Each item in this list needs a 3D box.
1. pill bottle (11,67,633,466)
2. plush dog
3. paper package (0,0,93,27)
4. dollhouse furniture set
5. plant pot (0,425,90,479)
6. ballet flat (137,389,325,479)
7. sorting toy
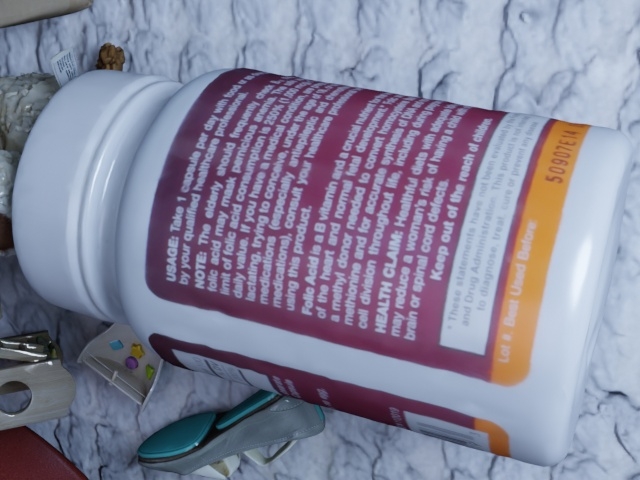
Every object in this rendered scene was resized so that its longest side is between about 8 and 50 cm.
[{"bbox_3d":[0.000,0.000,0.669,0.392,0.224,0.224,13,115,19],"label":"pill bottle"},{"bbox_3d":[-0.287,-0.075,0.807,0.225,0.262,0.211,4,78,14],"label":"plush dog"},{"bbox_3d":[-0.379,-0.318,0.762,0.324,0.168,0.310,5,112,25],"label":"paper package"},{"bbox_3d":[-0.312,0.079,0.935,0.182,0.101,0.161,-155,59,-66],"label":"dollhouse furniture set"},{"bbox_3d":[-0.382,0.326,0.955,0.236,0.267,0.267,44,128,43],"label":"plant pot"},{"bbox_3d":[-0.085,0.189,0.879,0.213,0.072,0.068,-28,102,31],"label":"ballet flat"},{"bbox_3d":[-0.180,0.108,0.910,0.083,0.045,0.075,35,113,10],"label":"sorting toy"}]
